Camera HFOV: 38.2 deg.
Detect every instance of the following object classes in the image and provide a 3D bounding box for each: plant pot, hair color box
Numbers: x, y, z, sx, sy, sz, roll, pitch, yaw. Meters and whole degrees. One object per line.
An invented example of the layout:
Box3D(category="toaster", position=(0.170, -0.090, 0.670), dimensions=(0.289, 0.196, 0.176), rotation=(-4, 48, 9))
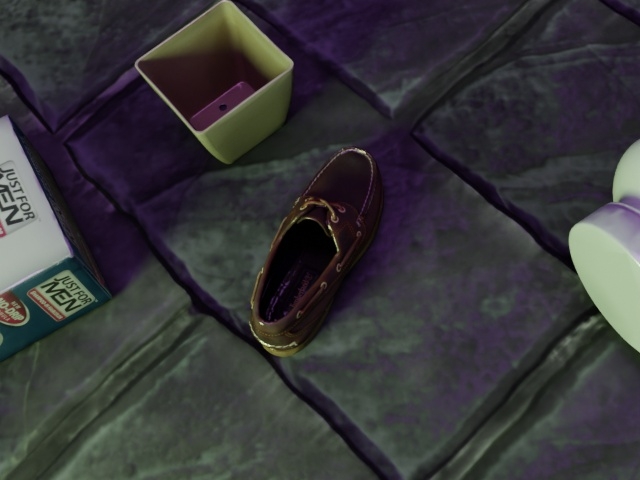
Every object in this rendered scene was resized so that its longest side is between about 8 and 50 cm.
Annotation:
Box3D(category="plant pot", position=(-0.089, -0.137, 0.869), dimensions=(0.109, 0.096, 0.109), rotation=(-38, 64, -10))
Box3D(category="hair color box", position=(-0.382, 0.055, 0.816), dimensions=(0.347, 0.105, 0.174), rotation=(-30, 64, -6))

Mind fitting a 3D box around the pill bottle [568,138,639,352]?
Box3D(category="pill bottle", position=(0.358, -0.044, 0.705), dimensions=(0.322, 0.181, 0.182), rotation=(-31, 63, -7))

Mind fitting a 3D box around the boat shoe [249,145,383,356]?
Box3D(category="boat shoe", position=(0.000, 0.000, 0.802), dimensions=(0.073, 0.073, 0.207), rotation=(15, 66, 17))
